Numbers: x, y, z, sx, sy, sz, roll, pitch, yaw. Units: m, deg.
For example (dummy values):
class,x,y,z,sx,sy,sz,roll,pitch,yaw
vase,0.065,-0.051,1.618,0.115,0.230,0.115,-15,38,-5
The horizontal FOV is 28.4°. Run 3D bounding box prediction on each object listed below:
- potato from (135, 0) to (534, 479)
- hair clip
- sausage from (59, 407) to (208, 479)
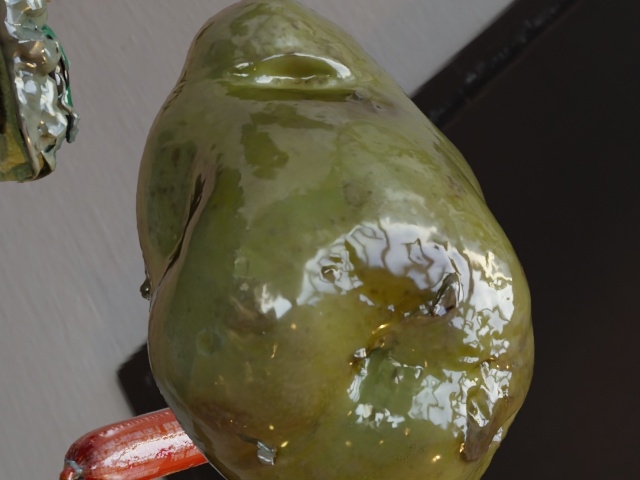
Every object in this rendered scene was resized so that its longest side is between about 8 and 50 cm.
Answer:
class,x,y,z,sx,sy,sz,roll,pitch,yaw
potato,0.000,-0.003,0.736,0.218,0.351,0.202,14,134,-31
hair clip,-0.191,-0.193,0.653,0.091,0.138,0.321,-32,116,-34
sausage,-0.168,0.216,1.355,0.274,0.074,0.074,-8,142,-48
